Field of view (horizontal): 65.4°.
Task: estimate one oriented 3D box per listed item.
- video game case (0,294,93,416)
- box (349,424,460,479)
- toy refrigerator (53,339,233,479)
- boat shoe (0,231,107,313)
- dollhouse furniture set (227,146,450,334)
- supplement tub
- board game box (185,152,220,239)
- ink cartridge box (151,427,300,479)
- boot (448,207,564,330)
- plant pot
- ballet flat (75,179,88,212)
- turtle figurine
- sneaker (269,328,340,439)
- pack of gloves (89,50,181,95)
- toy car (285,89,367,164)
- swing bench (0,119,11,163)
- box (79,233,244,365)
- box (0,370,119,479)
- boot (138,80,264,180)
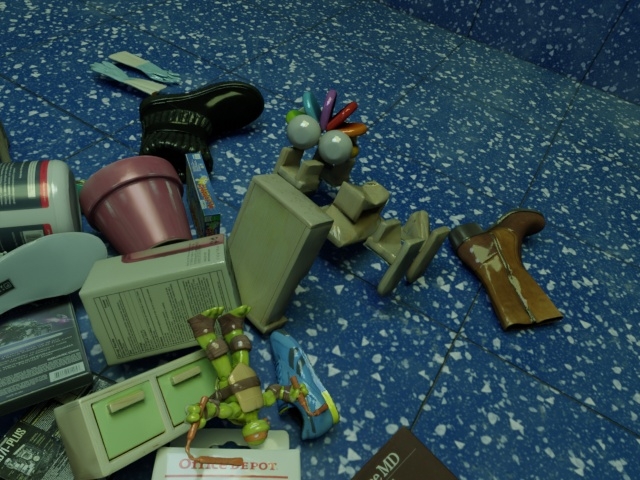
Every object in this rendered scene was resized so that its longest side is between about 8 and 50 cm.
[{"bbox_3d":[-0.486,0.178,0.793,0.196,0.026,0.274,-17,28,-26],"label":"video game case"},{"bbox_3d":[0.180,0.467,0.663,0.191,0.143,0.381,-31,58,-34],"label":"box"},{"bbox_3d":[-0.226,0.235,0.737,0.269,0.094,0.102,-13,80,-51],"label":"toy refrigerator"},{"bbox_3d":[-0.534,0.072,0.873,0.306,0.113,0.105,-35,25,-27],"label":"boat shoe"},{"bbox_3d":[0.000,0.000,1.066,0.362,0.256,0.394,40,30,23],"label":"dollhouse furniture set"},{"bbox_3d":[-0.611,-0.051,0.943,0.272,0.191,0.191,-6,48,-19],"label":"supplement tub"},{"bbox_3d":[-0.257,-0.076,1.086,0.035,0.136,0.201,-9,49,-21],"label":"board game box"},{"bbox_3d":[-0.131,0.401,0.666,0.207,0.119,0.353,4,45,-8],"label":"ink cartridge box"},{"bbox_3d":[0.471,0.059,1.151,0.264,0.096,0.280,-8,50,-21],"label":"boot"},{"bbox_3d":[-0.352,-0.039,1.006,0.201,0.201,0.180,-22,71,-30],"label":"plant pot"},{"bbox_3d":[-0.559,-0.105,1.099,0.221,0.077,0.079,3,25,-10],"label":"ballet flat"},{"bbox_3d":[-0.112,0.209,0.746,0.269,0.087,0.217,1,61,-48],"label":"turtle figurine"},{"bbox_3d":[-0.051,0.246,0.871,0.082,0.069,0.209,-20,54,-24],"label":"sneaker"},{"bbox_3d":[-0.551,-0.490,1.499,0.232,0.046,0.195,24,35,7],"label":"pack of gloves"},{"bbox_3d":[0.017,-0.262,1.104,0.182,0.136,0.159,25,28,-3],"label":"toy car"},{"bbox_3d":[-0.811,-0.239,1.034,0.253,0.255,0.165,-16,52,-26],"label":"swing bench"},{"bbox_3d":[-0.261,0.097,0.858,0.232,0.149,0.127,-12,25,-6],"label":"box"},{"bbox_3d":[-0.366,0.296,0.742,0.147,0.077,0.180,20,45,7],"label":"box"},{"bbox_3d":[-0.290,-0.279,1.273,0.348,0.131,0.260,-15,44,-12],"label":"boot"}]
